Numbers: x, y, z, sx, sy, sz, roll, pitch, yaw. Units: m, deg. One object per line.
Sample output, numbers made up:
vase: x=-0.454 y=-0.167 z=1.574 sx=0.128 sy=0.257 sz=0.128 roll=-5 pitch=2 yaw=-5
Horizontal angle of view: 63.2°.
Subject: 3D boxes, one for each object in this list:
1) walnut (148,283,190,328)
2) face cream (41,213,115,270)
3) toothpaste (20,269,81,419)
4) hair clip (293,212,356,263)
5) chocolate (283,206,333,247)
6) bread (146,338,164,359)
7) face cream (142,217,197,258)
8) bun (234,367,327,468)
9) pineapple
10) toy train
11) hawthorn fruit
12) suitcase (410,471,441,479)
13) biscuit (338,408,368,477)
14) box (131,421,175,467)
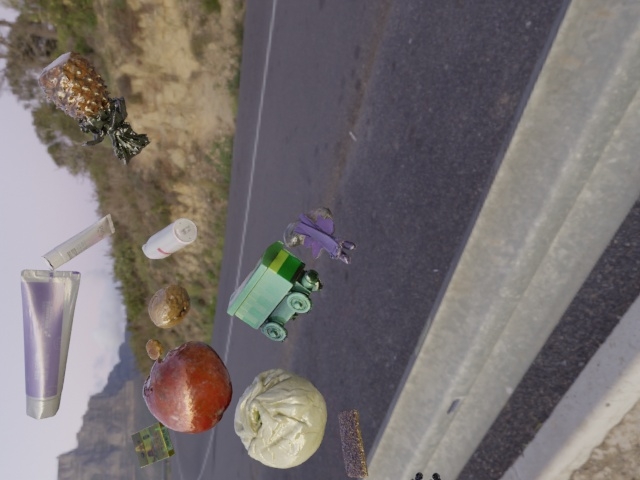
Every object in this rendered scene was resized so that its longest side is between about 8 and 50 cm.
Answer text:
walnut: x=-0.601 y=0.266 z=2.064 sx=0.155 sy=0.155 sz=0.184 roll=107 pitch=-178 yaw=-45
face cream: x=-0.774 y=0.007 z=1.680 sx=0.058 sy=0.244 sz=0.092 roll=35 pitch=144 yaw=18
toothpaste: x=-0.654 y=0.248 z=1.248 sx=0.080 sy=0.125 sz=0.371 roll=-143 pitch=60 yaw=-60
hair clip: x=0.013 y=0.003 z=1.648 sx=0.278 sy=0.090 sz=0.137 roll=38 pitch=113 yaw=52
chocolate: x=-0.050 y=-0.057 z=2.089 sx=0.110 sy=0.248 sz=0.110 roll=30 pitch=140 yaw=28
bread: x=-0.676 y=0.443 z=2.122 sx=0.081 sy=0.046 sz=0.083 roll=-15 pitch=86 yaw=36
face cream: x=-0.580 y=0.004 z=1.972 sx=0.346 sy=0.102 sz=0.101 roll=-22 pitch=68 yaw=51
bun: x=-0.105 y=0.411 z=1.210 sx=0.229 sy=0.145 sz=0.229 roll=-11 pitch=72 yaw=35
pineapple: x=-0.596 y=-0.336 z=1.384 sx=0.141 sy=0.170 sz=0.310 roll=15 pitch=150 yaw=48
toy train: x=-0.127 y=0.154 z=1.471 sx=0.301 sy=0.202 sz=0.120 roll=-51 pitch=4 yaw=41
hawthorn fruit: x=-0.256 y=0.292 z=1.030 sx=0.173 sy=0.173 sz=0.172 roll=180 pitch=90 yaw=-73
suitcase: x=0.405 y=1.001 z=1.932 sx=0.194 sy=0.143 sz=0.234 roll=37 pitch=-131 yaw=-66
biscuit: x=0.113 y=0.727 z=1.861 sx=0.131 sy=0.025 sz=0.230 roll=-39 pitch=55 yaw=55
box: x=-0.590 y=0.714 z=1.822 sx=0.193 sy=0.030 sz=0.121 roll=-32 pitch=73 yaw=33
